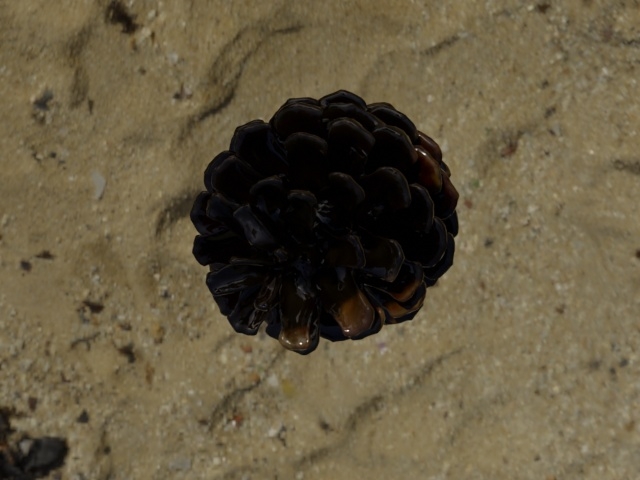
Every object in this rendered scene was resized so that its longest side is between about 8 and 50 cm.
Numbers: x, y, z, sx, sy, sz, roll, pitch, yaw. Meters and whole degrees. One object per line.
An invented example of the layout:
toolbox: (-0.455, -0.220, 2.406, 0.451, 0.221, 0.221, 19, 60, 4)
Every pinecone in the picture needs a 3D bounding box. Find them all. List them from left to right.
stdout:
pinecone: (-0.003, -0.005, 0.557, 0.163, 0.165, 0.163, 6, 109, 20)
